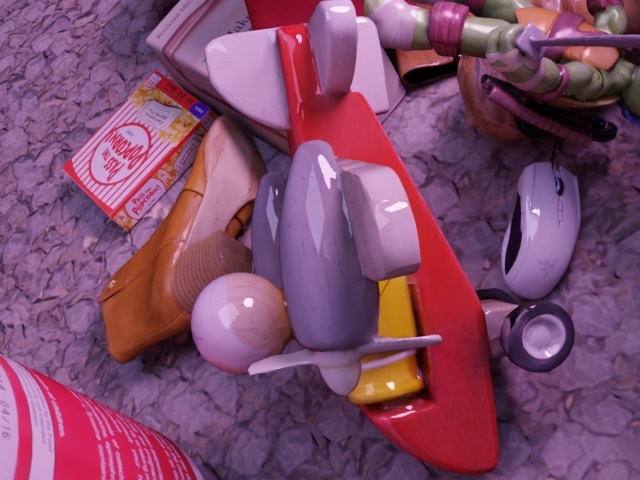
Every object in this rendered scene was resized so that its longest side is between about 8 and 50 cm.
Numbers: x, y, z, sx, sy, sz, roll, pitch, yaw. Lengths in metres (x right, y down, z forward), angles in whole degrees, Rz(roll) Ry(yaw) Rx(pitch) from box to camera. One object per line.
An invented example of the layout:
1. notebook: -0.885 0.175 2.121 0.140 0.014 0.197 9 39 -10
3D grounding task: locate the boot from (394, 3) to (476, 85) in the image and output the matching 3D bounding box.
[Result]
1. boot: 0.181 -0.349 0.988 0.264 0.096 0.280 -21 58 7

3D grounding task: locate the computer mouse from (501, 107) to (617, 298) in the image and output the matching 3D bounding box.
1. computer mouse: 0.224 -0.038 0.773 0.042 0.106 0.193 170 112 -70

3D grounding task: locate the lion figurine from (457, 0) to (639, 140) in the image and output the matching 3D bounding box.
1. lion figurine: 0.330 -0.242 0.820 0.392 0.142 0.240 -9 67 17

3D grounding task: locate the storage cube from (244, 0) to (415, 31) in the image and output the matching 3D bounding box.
1. storage cube: 0.004 -0.366 0.886 0.215 0.193 0.184 0 48 14

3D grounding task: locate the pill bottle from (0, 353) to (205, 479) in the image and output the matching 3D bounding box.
1. pill bottle: -0.229 0.236 0.647 0.229 0.408 0.229 -13 57 21

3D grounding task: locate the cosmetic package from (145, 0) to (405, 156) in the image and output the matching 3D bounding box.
1. cosmetic package: -0.062 -0.217 1.007 0.296 0.129 0.153 32 79 37

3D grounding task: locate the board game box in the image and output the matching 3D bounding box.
1. board game box: -0.242 -0.125 1.098 0.193 0.045 0.146 -49 52 -6

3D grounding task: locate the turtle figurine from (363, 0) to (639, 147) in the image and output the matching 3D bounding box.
1. turtle figurine: 0.181 -0.213 0.667 0.266 0.274 0.198 21 85 21

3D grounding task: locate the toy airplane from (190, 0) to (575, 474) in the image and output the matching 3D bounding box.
1. toy airplane: 0.000 0.000 0.685 0.272 0.386 0.384 -31 51 -6

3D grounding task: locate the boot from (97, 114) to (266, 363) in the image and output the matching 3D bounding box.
1. boot: -0.173 -0.009 0.965 0.211 0.104 0.295 -31 37 26
